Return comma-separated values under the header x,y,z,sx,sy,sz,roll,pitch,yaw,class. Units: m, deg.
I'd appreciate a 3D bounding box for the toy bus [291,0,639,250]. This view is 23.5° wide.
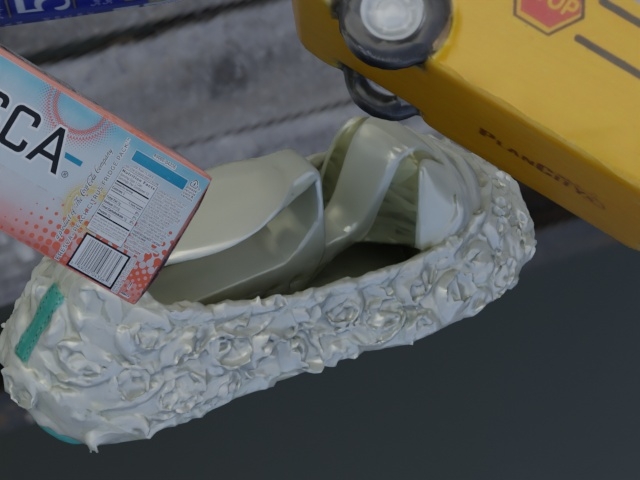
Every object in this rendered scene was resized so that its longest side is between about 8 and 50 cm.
x,y,z,sx,sy,sz,roll,pitch,yaw,class
0.151,-0.067,0.718,0.130,0.332,0.108,-57,172,-7,toy bus

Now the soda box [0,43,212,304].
x,y,z,sx,sy,sz,roll,pitch,yaw,class
-0.133,-0.048,0.561,0.183,0.063,0.058,32,91,-21,soda box

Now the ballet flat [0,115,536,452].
x,y,z,sx,sy,sz,roll,pitch,yaw,class
0.000,0.000,0.903,0.409,0.147,0.147,-24,137,-41,ballet flat

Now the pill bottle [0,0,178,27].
x,y,z,sx,sy,sz,roll,pitch,yaw,class
-0.160,-0.154,0.715,0.186,0.112,0.112,-10,129,-6,pill bottle
